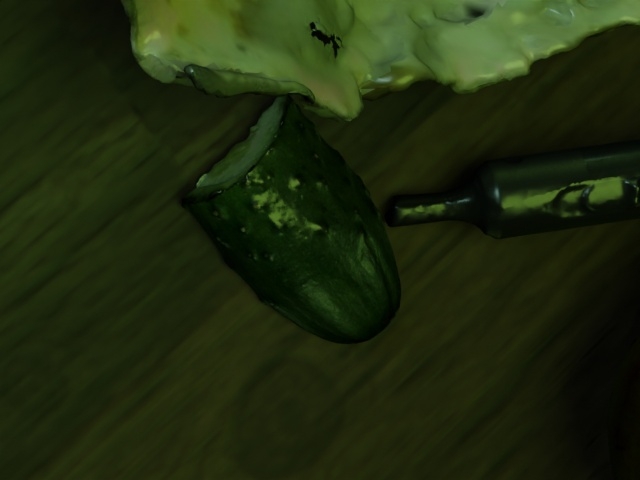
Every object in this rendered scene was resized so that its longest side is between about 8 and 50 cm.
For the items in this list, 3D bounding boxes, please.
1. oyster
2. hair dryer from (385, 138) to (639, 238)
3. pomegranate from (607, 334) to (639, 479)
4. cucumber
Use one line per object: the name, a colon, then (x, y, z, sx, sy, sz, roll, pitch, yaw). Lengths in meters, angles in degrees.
oyster: (0.063, -0.156, 0.544, 0.354, 0.107, 0.201, -13, 116, -31)
hair dryer: (0.153, -0.017, 0.591, 0.248, 0.195, 0.078, -10, 110, -1)
pomegranate: (0.219, 0.083, 0.643, 0.205, 0.159, 0.159, -32, 112, -43)
cucumber: (0.000, 0.000, 0.588, 0.067, 0.035, 0.107, -47, 115, -12)
